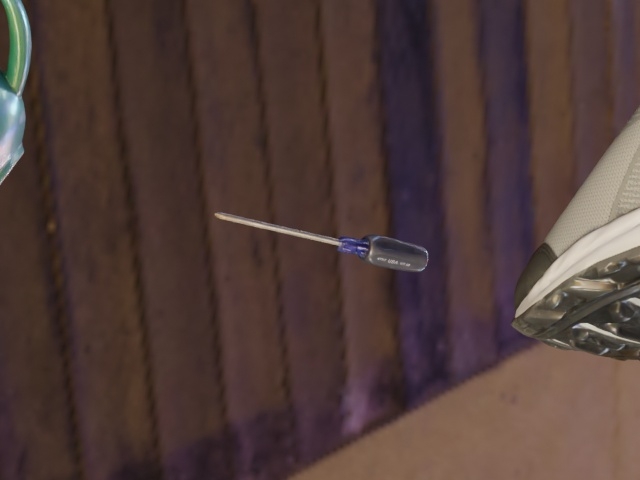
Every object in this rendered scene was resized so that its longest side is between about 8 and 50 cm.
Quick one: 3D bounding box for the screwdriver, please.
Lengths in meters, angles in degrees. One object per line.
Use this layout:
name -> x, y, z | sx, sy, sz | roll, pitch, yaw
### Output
screwdriver -> 0.000, 0.000, 1.314 | 0.170, 0.025, 0.024 | 10, 63, -25

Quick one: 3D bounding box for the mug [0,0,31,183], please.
mug -> -0.210, -0.055, 1.000 | 0.097, 0.158, 0.129 | 38, 37, -9

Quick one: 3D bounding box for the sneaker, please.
sneaker -> 0.167, -0.041, 0.720 | 0.100, 0.271, 0.108 | 16, 48, -26
